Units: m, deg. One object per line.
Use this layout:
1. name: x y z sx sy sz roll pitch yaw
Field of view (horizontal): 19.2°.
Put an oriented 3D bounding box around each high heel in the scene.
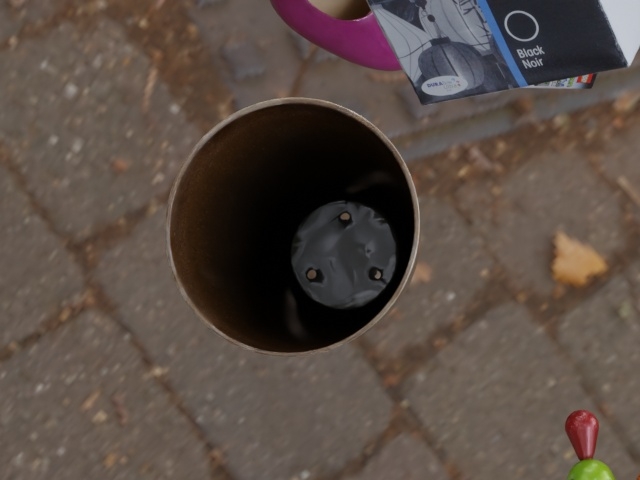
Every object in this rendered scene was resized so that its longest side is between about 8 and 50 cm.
1. high heel: 0.013 -0.284 1.813 0.377 0.181 0.127 40 75 -34

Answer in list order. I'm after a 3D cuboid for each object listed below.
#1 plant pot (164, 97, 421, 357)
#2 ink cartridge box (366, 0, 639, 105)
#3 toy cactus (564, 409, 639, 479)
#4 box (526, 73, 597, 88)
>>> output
1. plant pot: 0.000 0.000 1.657 0.215 0.230 0.215 -1 84 13
2. ink cartridge box: 0.071 -0.242 1.189 0.333 0.165 0.065 60 42 -27
3. toy cactus: 0.239 0.201 1.192 0.219 0.112 0.181 25 53 -36
4. box: 0.214 -0.242 2.022 0.114 0.036 0.207 0 44 -16
